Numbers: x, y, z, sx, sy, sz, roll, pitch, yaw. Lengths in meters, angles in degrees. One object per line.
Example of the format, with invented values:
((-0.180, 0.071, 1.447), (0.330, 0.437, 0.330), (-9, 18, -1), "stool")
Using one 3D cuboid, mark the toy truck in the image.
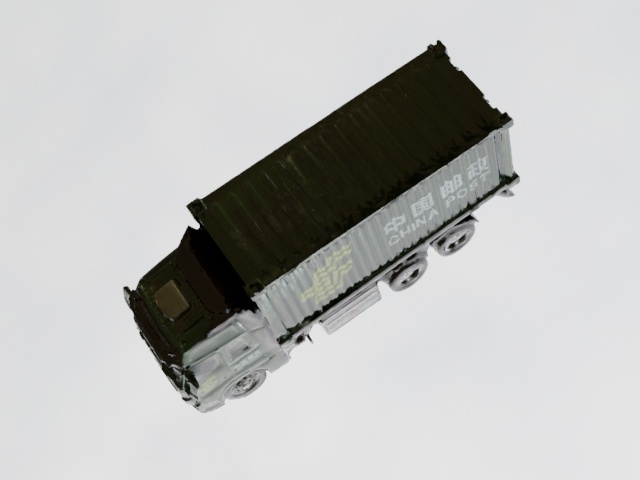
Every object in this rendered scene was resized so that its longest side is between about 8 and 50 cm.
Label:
((0.000, 0.000, 0.762), (0.259, 0.121, 0.088), (-35, -118, -6), "toy truck")
